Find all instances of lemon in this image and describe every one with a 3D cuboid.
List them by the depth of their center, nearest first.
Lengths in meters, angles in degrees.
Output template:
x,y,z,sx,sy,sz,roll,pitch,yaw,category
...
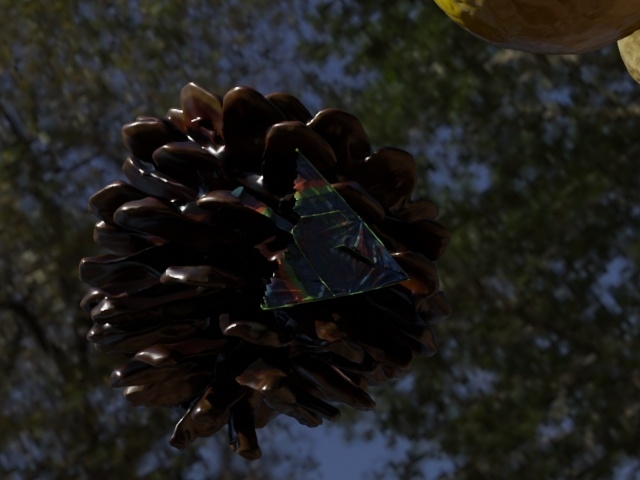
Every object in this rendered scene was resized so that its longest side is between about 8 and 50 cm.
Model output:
x,y,z,sx,sy,sz,roll,pitch,yaw,category
0.191,-0.261,1.391,0.236,0.236,0.263,-47,-32,18,lemon

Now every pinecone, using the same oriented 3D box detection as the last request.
x,y,z,sx,sy,sz,roll,pitch,yaw,category
-0.062,0.042,1.765,0.397,0.398,0.398,-21,-37,-17,pinecone

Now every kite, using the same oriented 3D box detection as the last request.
x,y,z,sx,sy,sz,roll,pitch,yaw,category
0.000,0.000,0.783,0.090,0.122,0.004,26,-54,-5,kite

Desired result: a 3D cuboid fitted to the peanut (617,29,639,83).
x,y,z,sx,sy,sz,roll,pitch,yaw,category
0.320,-0.153,1.582,0.089,0.193,0.089,-14,-22,-6,peanut
